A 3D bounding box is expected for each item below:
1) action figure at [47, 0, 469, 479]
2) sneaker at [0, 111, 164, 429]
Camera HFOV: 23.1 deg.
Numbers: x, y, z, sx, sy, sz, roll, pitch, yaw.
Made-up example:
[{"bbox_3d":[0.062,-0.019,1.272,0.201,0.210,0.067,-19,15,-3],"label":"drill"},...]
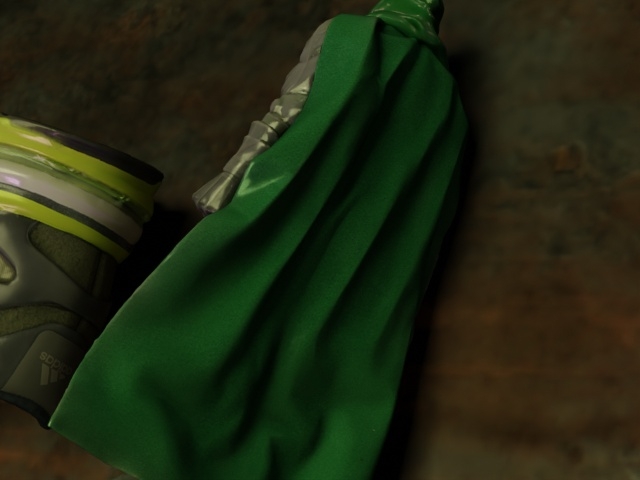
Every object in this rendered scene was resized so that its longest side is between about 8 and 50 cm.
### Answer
[{"bbox_3d":[0.000,0.000,0.550,0.063,0.137,0.232,-8,49,46],"label":"action figure"},{"bbox_3d":[-0.209,0.019,0.679,0.300,0.111,0.121,-4,64,36],"label":"sneaker"}]
